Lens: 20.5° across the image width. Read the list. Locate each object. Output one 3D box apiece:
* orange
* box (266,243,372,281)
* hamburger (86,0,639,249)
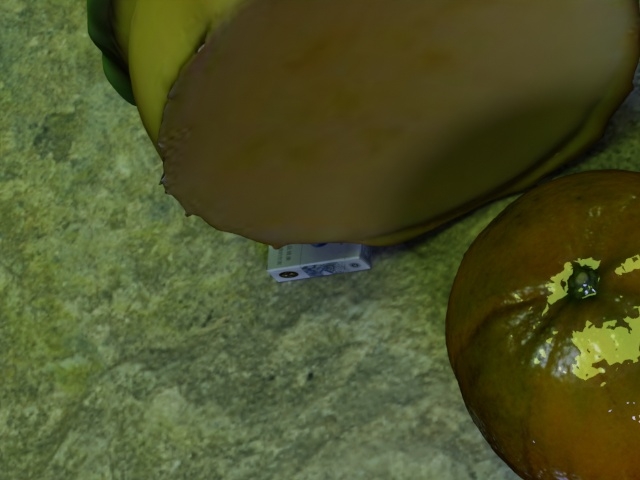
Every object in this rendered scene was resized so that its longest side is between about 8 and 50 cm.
[{"bbox_3d":[0.193,0.059,1.178,0.240,0.171,0.240,-14,58,23],"label":"orange"},{"bbox_3d":[0.000,0.000,1.408,0.083,0.024,0.054,-9,58,25],"label":"box"},{"bbox_3d":[0.013,-0.202,1.283,0.396,0.396,0.277,-28,55,12],"label":"hamburger"}]
